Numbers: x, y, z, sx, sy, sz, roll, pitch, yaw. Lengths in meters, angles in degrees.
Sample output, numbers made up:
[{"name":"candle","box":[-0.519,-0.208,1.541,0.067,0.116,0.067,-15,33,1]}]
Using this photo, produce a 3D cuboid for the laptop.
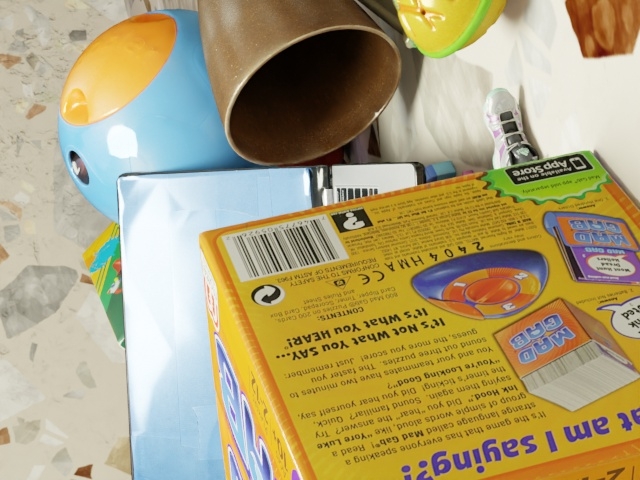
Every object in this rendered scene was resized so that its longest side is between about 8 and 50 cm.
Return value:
[{"name":"laptop","box":[-0.059,0.111,1.649,0.408,0.236,0.382,-173,79,-71]}]

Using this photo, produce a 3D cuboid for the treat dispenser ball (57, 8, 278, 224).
[{"name":"treat dispenser ball","box":[-0.186,-0.146,1.912,0.288,0.288,0.288,168,90,-78]}]

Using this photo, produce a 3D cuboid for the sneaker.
[{"name":"sneaker","box":[0.188,-0.094,1.445,0.069,0.038,0.098,-129,20,-61]}]

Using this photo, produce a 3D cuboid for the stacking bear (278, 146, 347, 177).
[{"name":"stacking bear","box":[-0.039,-0.200,2.104,0.164,0.175,0.289,-107,1,-53]}]

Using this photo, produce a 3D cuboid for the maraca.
[{"name":"maraca","box":[0.132,-0.254,1.402,0.185,0.099,0.127,-60,40,33]}]

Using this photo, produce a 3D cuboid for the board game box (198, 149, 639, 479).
[{"name":"board game box","box":[0.126,0.194,1.248,0.356,0.356,0.356,-117,19,-51]}]

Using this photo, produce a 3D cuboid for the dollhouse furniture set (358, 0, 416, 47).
[{"name":"dollhouse furniture set","box":[0.048,-0.387,1.710,0.301,0.151,0.197,44,170,38]}]

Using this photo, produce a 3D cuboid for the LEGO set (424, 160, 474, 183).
[{"name":"LEGO set","box":[0.112,-0.006,1.729,0.227,0.093,0.087,91,162,-47]}]

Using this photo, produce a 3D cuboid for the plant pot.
[{"name":"plant pot","box":[-0.052,-0.243,1.747,0.215,0.215,0.230,95,152,-54]}]

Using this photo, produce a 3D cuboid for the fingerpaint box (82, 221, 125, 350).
[{"name":"fingerpaint box","box":[-0.108,0.151,2.199,0.445,0.163,0.371,41,-177,-23]}]
